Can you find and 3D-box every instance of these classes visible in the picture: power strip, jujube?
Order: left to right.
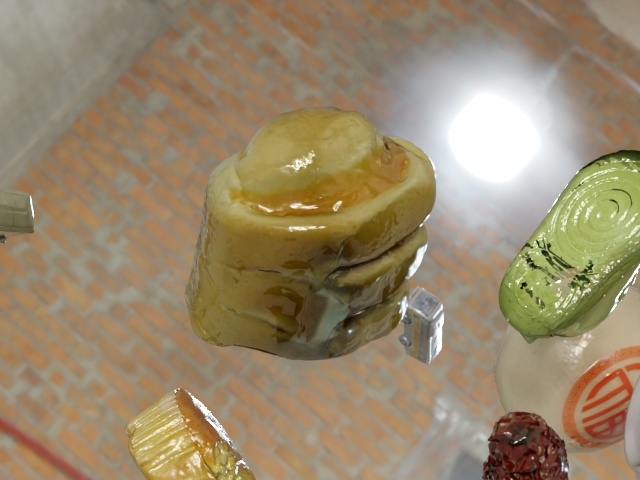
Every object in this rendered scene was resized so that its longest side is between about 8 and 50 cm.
[{"bbox_3d":[-0.394,-0.032,1.326,0.078,0.052,0.272,-9,-6,17],"label":"power strip"},{"bbox_3d":[0.246,0.261,1.474,0.104,0.104,0.166,34,-30,28],"label":"jujube"}]

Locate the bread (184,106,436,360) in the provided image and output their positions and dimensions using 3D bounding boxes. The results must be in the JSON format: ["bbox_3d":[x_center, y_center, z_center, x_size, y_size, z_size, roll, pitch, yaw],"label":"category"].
[{"bbox_3d":[0.000,0.000,1.598,0.210,0.301,0.341,-112,-150,-43],"label":"bread"}]

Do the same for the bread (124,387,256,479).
[{"bbox_3d":[-0.190,0.354,1.943,0.250,0.133,0.179,57,-1,15],"label":"bread"}]

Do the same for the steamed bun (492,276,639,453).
[{"bbox_3d":[0.408,0.202,1.890,0.283,0.283,0.177,54,-2,-37],"label":"steamed bun"}]

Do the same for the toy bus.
[{"bbox_3d":[0.199,0.170,2.469,0.075,0.064,0.190,31,-27,22],"label":"toy bus"}]

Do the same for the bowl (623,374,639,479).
[{"bbox_3d":[0.461,0.220,1.511,0.144,0.287,0.287,16,-16,-2],"label":"bowl"}]

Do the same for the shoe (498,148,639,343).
[{"bbox_3d":[0.313,0.006,1.477,0.140,0.262,0.128,42,1,20],"label":"shoe"}]
